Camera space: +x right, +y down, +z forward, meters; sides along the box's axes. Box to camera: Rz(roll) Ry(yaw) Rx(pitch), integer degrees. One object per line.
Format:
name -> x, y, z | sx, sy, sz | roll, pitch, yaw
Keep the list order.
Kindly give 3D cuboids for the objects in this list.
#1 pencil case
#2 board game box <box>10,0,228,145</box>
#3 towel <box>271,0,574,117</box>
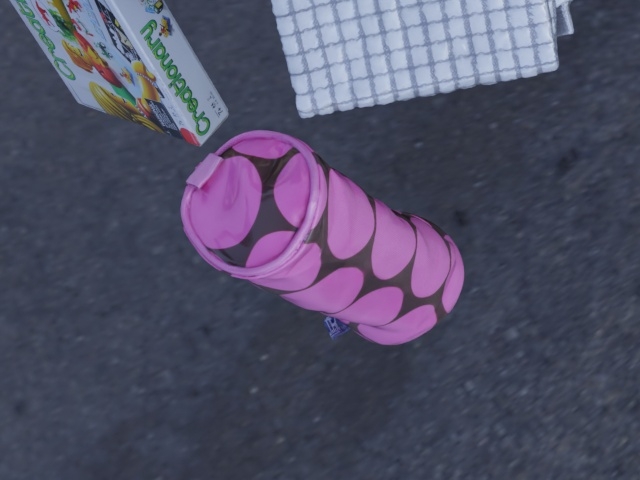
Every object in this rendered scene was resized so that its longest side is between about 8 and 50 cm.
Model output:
pencil case -> 0.000, 0.000, 1.083 | 0.095, 0.209, 0.098 | -48, 62, 5
board game box -> -0.224, -0.230, 1.815 | 0.193, 0.053, 0.305 | 21, 152, 42
towel -> 0.068, -0.258, 1.533 | 0.235, 0.121, 0.284 | -12, 115, 7
